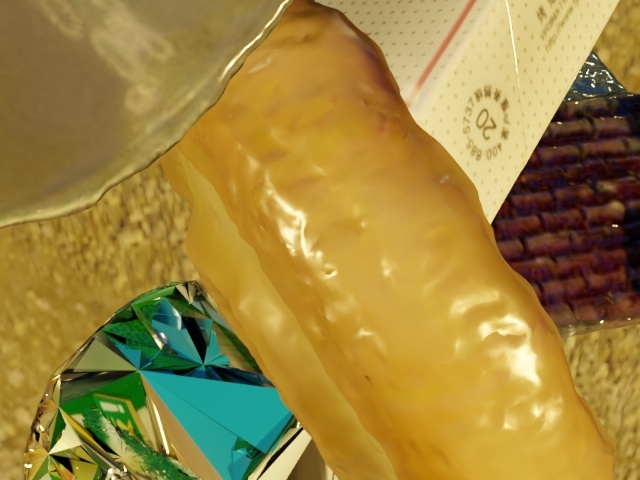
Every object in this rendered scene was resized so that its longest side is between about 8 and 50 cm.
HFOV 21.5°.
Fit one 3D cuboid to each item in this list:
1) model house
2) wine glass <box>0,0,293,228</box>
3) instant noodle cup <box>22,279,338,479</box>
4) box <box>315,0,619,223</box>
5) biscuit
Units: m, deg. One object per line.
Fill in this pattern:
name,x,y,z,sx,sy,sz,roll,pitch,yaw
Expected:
model house,0.131,0.021,1.173,0.280,0.230,0.249,-8,43,-21
wine glass,-0.205,-0.200,0.491,0.406,0.267,0.267,31,65,34
instant noodle cup,-0.088,0.172,1.313,0.178,0.240,0.240,28,65,29
box,0.069,-0.161,0.984,0.210,0.095,0.330,6,54,41
biscuit,-0.001,0.001,0.649,0.091,0.274,0.213,-30,108,-5
